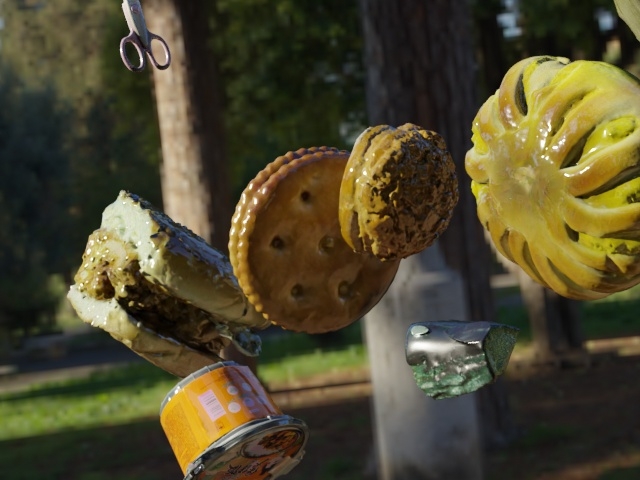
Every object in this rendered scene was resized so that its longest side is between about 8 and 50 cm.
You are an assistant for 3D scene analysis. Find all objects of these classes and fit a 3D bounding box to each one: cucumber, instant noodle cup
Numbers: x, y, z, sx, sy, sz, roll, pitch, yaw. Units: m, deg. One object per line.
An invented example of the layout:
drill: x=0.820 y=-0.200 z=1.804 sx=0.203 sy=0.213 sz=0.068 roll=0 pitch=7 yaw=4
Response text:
cucumber: x=0.175 y=0.144 z=2.118 sx=0.193 sy=0.086 sz=0.115 roll=-6 pitch=43 yaw=53
instant noodle cup: x=-0.120 y=0.230 z=1.969 sx=0.177 sy=0.125 sz=0.208 roll=-37 pitch=-26 yaw=6

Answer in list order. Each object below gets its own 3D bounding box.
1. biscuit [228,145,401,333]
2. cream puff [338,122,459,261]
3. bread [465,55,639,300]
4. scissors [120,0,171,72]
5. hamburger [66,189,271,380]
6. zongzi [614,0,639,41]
biscuit: x=0.000 y=0.000 z=1.839 sx=0.220 sy=0.220 sz=0.066 roll=-7 pitch=14 yaw=-24
cream puff: x=0.088 y=-0.050 z=1.728 sx=0.115 sy=0.150 sz=0.165 roll=22 pitch=-5 yaw=16
bread: x=0.200 y=-0.049 z=1.302 sx=0.105 sy=0.213 sz=0.213 roll=-12 pitch=5 yaw=-39
scissors: x=-0.272 y=-0.329 z=2.342 sx=0.085 sy=0.176 sz=0.022 roll=-12 pitch=-9 yaw=-40
hamburger: x=-0.210 y=0.083 z=2.283 sx=0.277 sy=0.195 sz=0.318 roll=34 pitch=-2 yaw=-26
zongzi: x=0.400 y=-0.246 z=1.550 sx=0.160 sy=0.360 sz=0.323 roll=-36 pitch=31 yaw=-16
